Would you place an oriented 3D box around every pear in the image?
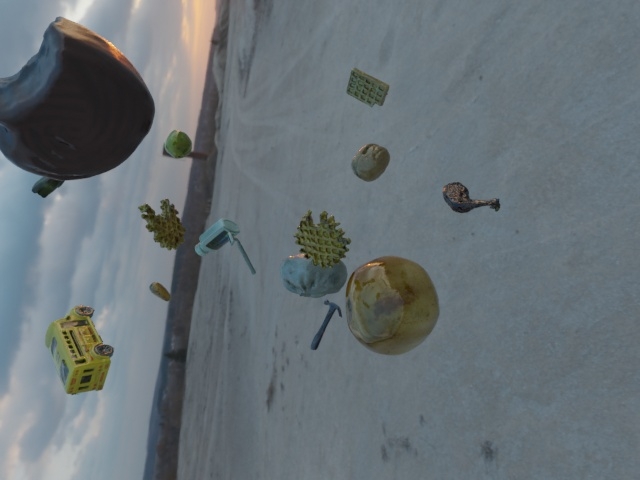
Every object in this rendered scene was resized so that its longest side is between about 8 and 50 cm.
[{"bbox_3d":[-0.479,-0.328,1.364,0.097,0.092,0.092,69,157,4],"label":"pear"}]

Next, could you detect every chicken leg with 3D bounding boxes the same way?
[{"bbox_3d":[0.498,-0.139,1.380,0.106,0.051,0.253,-42,33,-1],"label":"chicken leg"}]

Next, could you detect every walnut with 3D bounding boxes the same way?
[{"bbox_3d":[0.209,-0.322,1.674,0.166,0.149,0.167,-27,29,17],"label":"walnut"}]

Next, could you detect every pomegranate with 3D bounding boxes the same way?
[{"bbox_3d":[0.295,0.263,1.640,0.416,0.416,0.417,-172,90,-71],"label":"pomegranate"}]

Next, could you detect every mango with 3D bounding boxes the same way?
[{"bbox_3d":[-0.742,0.239,1.874,0.057,0.114,0.079,-49,11,-24],"label":"mango"}]

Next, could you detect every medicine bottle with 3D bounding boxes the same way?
[{"bbox_3d":[-0.510,-0.010,1.957,0.228,0.121,0.083,-35,62,20],"label":"medicine bottle"}]

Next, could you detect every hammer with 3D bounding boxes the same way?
[{"bbox_3d":[0.025,0.490,2.294,0.137,0.037,0.290,19,78,36],"label":"hammer"}]

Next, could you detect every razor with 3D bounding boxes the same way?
[{"bbox_3d":[-0.312,0.059,1.646,0.211,0.035,0.084,62,175,-35],"label":"razor"}]

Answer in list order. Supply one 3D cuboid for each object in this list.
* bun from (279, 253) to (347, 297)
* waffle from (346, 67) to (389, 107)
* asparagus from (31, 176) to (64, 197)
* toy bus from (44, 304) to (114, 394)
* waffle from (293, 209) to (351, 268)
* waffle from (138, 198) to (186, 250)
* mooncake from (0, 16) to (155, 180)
[{"bbox_3d":[-0.039,0.184,2.003,0.354,0.354,0.194,143,134,-64],"label":"bun"},{"bbox_3d":[0.146,-0.475,1.273,0.021,0.135,0.092,-46,-16,-37],"label":"waffle"},{"bbox_3d":[-0.847,-0.257,1.369,0.287,0.080,0.080,-52,11,-18],"label":"asparagus"},{"bbox_3d":[-0.847,0.369,1.404,0.330,0.152,0.144,37,111,36],"label":"toy bus"},{"bbox_3d":[0.000,0.000,1.532,0.051,0.228,0.232,-36,-14,-49],"label":"waffle"},{"bbox_3d":[-0.753,-0.080,1.983,0.293,0.069,0.260,-72,-42,-73],"label":"waffle"},{"bbox_3d":[-0.540,-0.296,0.888,0.174,0.325,0.334,58,154,28],"label":"mooncake"}]
